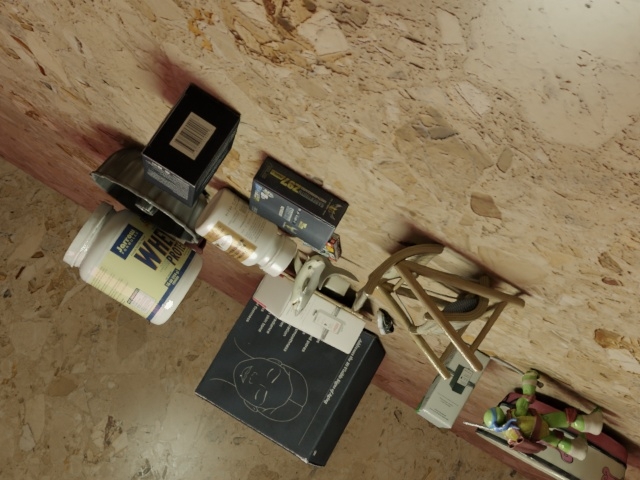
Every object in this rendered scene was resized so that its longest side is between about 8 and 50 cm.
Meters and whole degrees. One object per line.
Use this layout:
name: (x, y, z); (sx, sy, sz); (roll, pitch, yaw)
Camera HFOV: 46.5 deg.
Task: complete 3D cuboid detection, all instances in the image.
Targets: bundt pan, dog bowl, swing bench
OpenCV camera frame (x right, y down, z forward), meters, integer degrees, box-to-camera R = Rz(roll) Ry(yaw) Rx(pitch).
bundt pan: (-0.435, -0.131, 1.970); (0.331, 0.124, 0.331); (28, 167, 7)
dog bowl: (0.637, 0.554, 2.018); (0.408, 0.150, 0.408); (28, 171, 5)
swing bench: (0.207, 0.122, 1.416); (0.255, 0.165, 0.253); (36, 168, 4)

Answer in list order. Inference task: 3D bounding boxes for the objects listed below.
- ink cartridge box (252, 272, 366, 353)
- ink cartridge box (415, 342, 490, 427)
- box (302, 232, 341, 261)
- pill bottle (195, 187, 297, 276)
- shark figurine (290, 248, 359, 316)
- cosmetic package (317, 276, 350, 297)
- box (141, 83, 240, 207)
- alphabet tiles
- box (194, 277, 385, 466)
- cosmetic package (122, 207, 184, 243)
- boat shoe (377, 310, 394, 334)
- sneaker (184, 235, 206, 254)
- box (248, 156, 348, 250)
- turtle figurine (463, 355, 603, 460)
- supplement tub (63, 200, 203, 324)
ink cartridge box: (-0.034, 0.213, 2.261); (0.283, 0.117, 0.207); (31, 176, -31)
ink cartridge box: (0.344, 0.378, 1.944); (0.087, 0.208, 0.153); (33, 166, 7)
box: (0.000, 0.000, 1.700); (0.094, 0.027, 0.137); (27, 166, 12)
pill bottle: (-0.177, -0.014, 1.815); (0.229, 0.131, 0.131); (35, 166, -18)
shark figurine: (0.011, 0.082, 1.901); (0.116, 0.166, 0.278); (9, 156, -21)
cosmetic package: (0.034, 0.124, 2.051); (0.060, 0.041, 0.115); (32, 167, -11)
box: (-0.235, -0.163, 1.344); (0.108, 0.153, 0.207); (33, 166, -6)
alphabet tiles: (0.012, 0.160, 2.159); (0.285, 0.011, 0.342); (28, 177, 13)
box: (-0.096, 0.468, 2.645); (0.472, 0.480, 0.297); (26, 168, 21)
cosmetic package: (-0.492, -0.064, 2.276); (0.184, 0.151, 0.151); (30, 167, 2)
boat shoe: (0.185, 0.233, 2.129); (0.040, 0.049, 0.142); (-6, 156, 8)
sneaker: (-0.460, -0.030, 2.462); (0.106, 0.163, 0.281); (95, 153, -46)
box: (-0.050, -0.067, 1.497); (0.183, 0.059, 0.232); (30, 167, -1)
turtle figurine: (0.517, 0.411, 1.800); (0.266, 0.197, 0.274); (15, 177, -1)
supplement tub: (-0.519, 0.060, 2.076); (0.325, 0.235, 0.235); (34, 167, -11)
